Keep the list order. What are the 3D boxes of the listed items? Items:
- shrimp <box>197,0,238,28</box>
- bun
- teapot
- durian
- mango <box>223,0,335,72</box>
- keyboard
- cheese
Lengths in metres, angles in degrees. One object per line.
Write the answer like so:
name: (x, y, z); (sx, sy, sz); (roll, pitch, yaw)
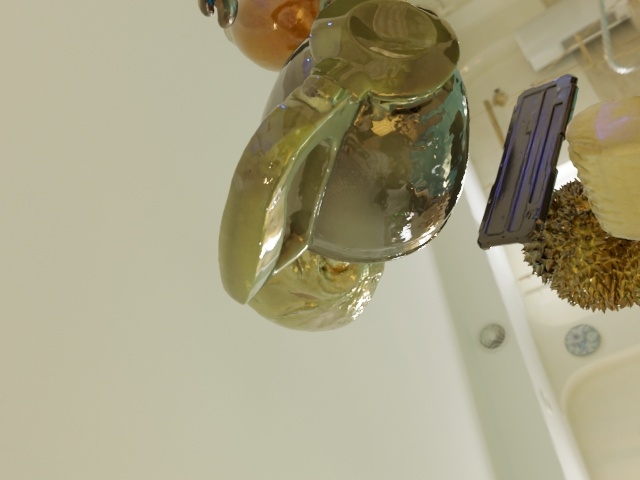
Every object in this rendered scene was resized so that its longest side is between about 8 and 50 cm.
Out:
shrimp: (-0.076, -0.481, 0.820); (0.221, 0.446, 0.110); (16, -136, -15)
bun: (0.000, 0.000, 0.980); (0.283, 0.179, 0.284); (3, -95, -32)
teapot: (0.013, -0.116, 0.674); (0.240, 0.321, 0.239); (60, 160, 29)
durian: (0.471, 0.005, 1.123); (0.258, 0.258, 0.293); (64, -173, 4)
mango: (-0.075, -0.412, 1.204); (0.317, 0.211, 0.173); (35, 164, 53)
keyboard: (0.277, -0.107, 0.866); (0.016, 0.106, 0.263); (32, -113, -26)
cheese: (0.366, -0.082, 0.759); (0.167, 0.123, 0.094); (49, -121, -39)
